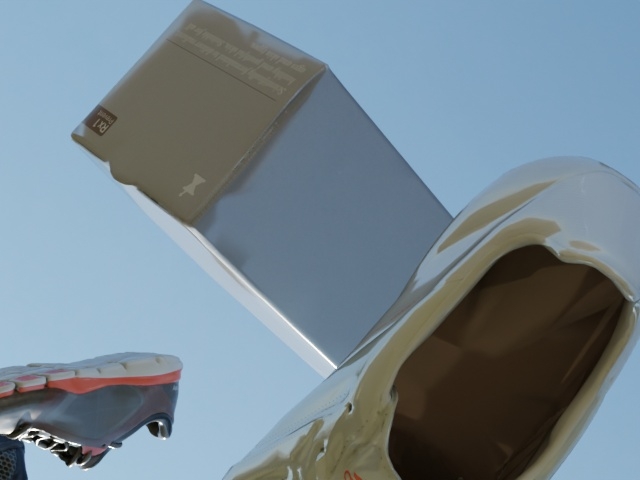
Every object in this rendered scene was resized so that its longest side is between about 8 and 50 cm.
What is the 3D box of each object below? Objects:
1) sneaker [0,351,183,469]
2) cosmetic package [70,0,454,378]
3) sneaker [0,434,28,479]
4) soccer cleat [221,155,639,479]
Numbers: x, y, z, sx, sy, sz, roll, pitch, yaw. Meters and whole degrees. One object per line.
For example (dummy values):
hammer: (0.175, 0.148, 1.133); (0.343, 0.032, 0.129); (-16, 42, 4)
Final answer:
sneaker: (-0.145, 0.103, 0.806); (0.061, 0.158, 0.065); (1, -85, 55)
cosmetic package: (0.000, 0.000, 0.711); (0.107, 0.238, 0.127); (-47, -137, -8)
sneaker: (-0.274, 0.203, 0.908); (0.130, 0.087, 0.227); (45, -107, -10)
soccer cleat: (0.015, 0.063, 0.351); (0.068, 0.076, 0.196); (33, -72, 0)
